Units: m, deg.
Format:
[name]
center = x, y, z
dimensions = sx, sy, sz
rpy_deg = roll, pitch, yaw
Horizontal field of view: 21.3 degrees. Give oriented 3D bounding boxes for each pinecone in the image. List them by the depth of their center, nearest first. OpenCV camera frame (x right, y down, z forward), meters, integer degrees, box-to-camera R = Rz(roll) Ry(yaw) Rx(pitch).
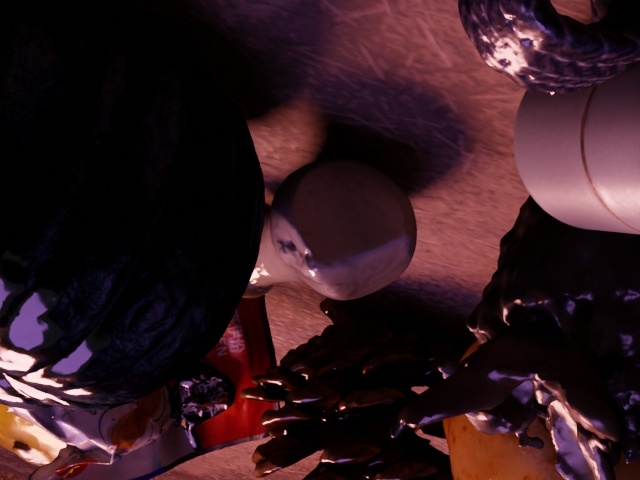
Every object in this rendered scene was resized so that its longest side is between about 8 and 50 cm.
[pinecone]
center = 0.056, 0.199, 1.572
dimensions = 0.244, 0.309, 0.244
rpy_deg = -7, 171, -1

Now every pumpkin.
[pumpkin]
center = -0.215, -0.025, 1.188
dimensions = 0.363, 0.266, 0.363
rpy_deg = 12, 161, 4

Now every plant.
[plant]
center = 0.192, 0.059, 1.097
dimensions = 0.204, 0.234, 0.178
rpy_deg = 30, 154, -15

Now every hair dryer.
[hair dryer]
center = 0.297, -0.026, 0.959
dimensions = 0.357, 0.108, 0.173
rpy_deg = 14, 179, -20

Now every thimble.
[thimble]
center = 0.123, -0.123, 0.844
dimensions = 0.104, 0.095, 0.066
rpy_deg = 37, 155, -17

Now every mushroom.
[mushroom]
center = 0.000, 0.000, 1.298
dimensions = 0.118, 0.103, 0.270
rpy_deg = -13, 176, -15

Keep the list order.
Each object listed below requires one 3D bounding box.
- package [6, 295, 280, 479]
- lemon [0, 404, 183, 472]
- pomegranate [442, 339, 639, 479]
[package]
center = -0.161, 0.147, 1.586
dimensions = 0.071, 0.269, 0.194
rpy_deg = 38, 141, 38
[lemon]
center = -0.240, 0.125, 1.705
dimensions = 0.240, 0.219, 0.240
rpy_deg = 21, 161, 7
[pomegranate]
center = 0.217, 0.158, 1.352
dimensions = 0.248, 0.248, 0.248
rpy_deg = 17, 161, 6
